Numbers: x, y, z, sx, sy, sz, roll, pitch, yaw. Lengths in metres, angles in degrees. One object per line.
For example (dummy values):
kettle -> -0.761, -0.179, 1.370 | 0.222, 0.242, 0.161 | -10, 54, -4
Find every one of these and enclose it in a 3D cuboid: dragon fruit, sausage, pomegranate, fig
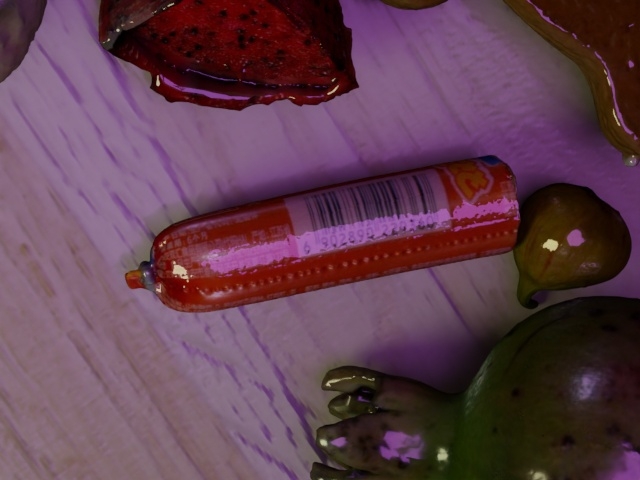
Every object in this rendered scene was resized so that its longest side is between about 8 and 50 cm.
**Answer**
dragon fruit -> -0.056, -0.163, 1.017 | 0.161, 0.120, 0.127 | 38, 48, -40
sausage -> 0.000, 0.000, 1.055 | 0.274, 0.074, 0.074 | -12, 103, -10
pomegranate -> 0.154, 0.171, 1.054 | 0.306, 0.242, 0.242 | -17, 104, 12
fig -> 0.171, 0.007, 1.092 | 0.082, 0.084, 0.098 | 44, 98, 19

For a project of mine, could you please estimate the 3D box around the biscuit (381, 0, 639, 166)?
biscuit -> 0.131, -0.265, 1.036 | 0.432, 0.064, 0.283 | 31, 82, -14

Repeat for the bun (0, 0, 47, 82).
bun -> -0.255, -0.181, 0.930 | 0.243, 0.153, 0.244 | 0, 86, 3
